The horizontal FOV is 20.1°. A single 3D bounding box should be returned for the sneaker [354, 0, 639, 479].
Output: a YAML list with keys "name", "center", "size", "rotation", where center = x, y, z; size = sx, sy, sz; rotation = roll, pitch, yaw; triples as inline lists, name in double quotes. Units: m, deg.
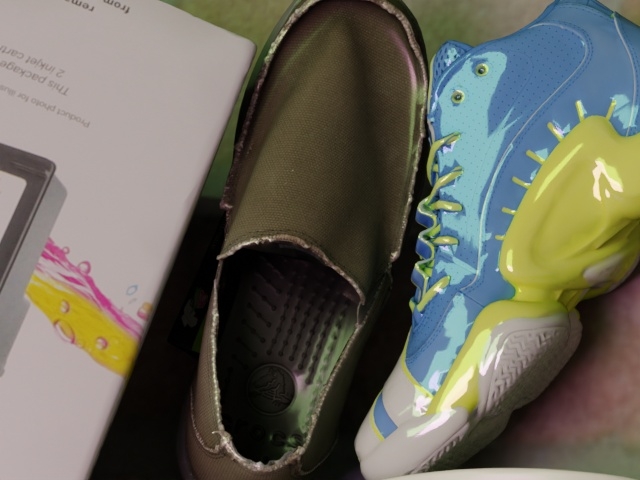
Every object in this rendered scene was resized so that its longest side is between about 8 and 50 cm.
- name: "sneaker"
  center: [0.073, -0.008, 0.790]
  size: [0.126, 0.091, 0.240]
  rotation: [40, 82, 16]

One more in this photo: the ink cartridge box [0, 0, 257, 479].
- name: "ink cartridge box"
  center: [-0.178, 0.025, 0.819]
  size: [0.197, 0.198, 0.270]
  rotation: [22, 67, -6]

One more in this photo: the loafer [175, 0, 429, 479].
- name: "loafer"
  center: [0.000, 0.000, 0.799]
  size: [0.094, 0.087, 0.251]
  rotation: [12, 81, -7]

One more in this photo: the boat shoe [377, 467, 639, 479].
- name: "boat shoe"
  center: [0.010, 0.159, 0.762]
  size: [0.305, 0.109, 0.091]
  rotation: [-17, 60, 33]

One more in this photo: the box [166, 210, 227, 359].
- name: "box"
  center: [-0.024, 0.027, 0.877]
  size: [0.062, 0.052, 0.083]
  rotation: [15, 76, 38]
